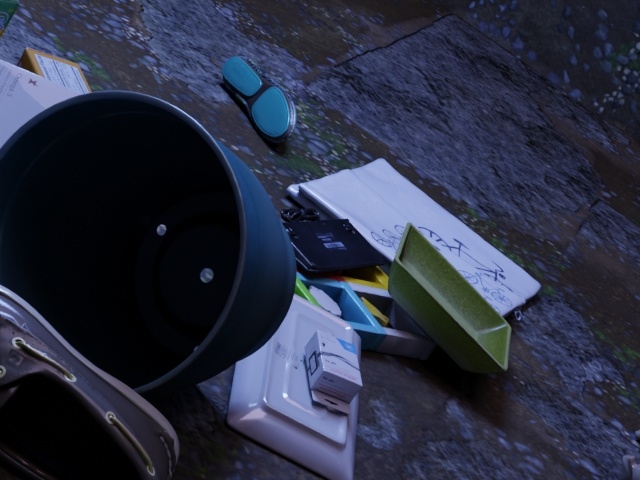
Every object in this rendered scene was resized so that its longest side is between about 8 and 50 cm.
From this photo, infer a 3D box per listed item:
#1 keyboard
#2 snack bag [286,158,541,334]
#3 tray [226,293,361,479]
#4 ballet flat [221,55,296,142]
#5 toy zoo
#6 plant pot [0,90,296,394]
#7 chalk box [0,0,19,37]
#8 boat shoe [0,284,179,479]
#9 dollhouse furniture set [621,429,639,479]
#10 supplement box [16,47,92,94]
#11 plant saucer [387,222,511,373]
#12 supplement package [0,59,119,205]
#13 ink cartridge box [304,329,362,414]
[{"bbox_3d":[0.000,0.000,2.184,0.108,0.023,0.180,48,23,19],"label":"keyboard"},{"bbox_3d":[0.145,0.001,2.469,0.323,0.037,0.342,38,20,14],"label":"snack bag"},{"bbox_3d":[-0.017,0.135,1.881,0.145,0.030,0.270,28,28,-13],"label":"tray"},{"bbox_3d":[-0.072,-0.192,2.548,0.070,0.070,0.188,14,31,-42],"label":"ballet flat"},{"bbox_3d":[0.016,0.059,2.149,0.293,0.030,0.192,13,29,-45],"label":"toy zoo"},{"bbox_3d":[-0.149,0.018,1.694,0.272,0.271,0.255,41,7,19],"label":"plant pot"},{"bbox_3d":[-0.420,-0.248,1.924,0.132,0.213,0.132,44,23,26],"label":"chalk box"},{"bbox_3d":[-0.251,0.122,1.492,0.305,0.109,0.091,34,15,-9],"label":"boat shoe"},{"bbox_3d":[0.459,0.349,2.151,0.356,0.173,0.303,12,16,41],"label":"dollhouse furniture set"},{"bbox_3d":[-0.289,-0.123,2.037,0.080,0.078,0.233,17,25,-31],"label":"supplement box"},{"bbox_3d":[0.148,0.078,2.196,0.188,0.045,0.188,45,15,-5],"label":"plant saucer"},{"bbox_3d":[-0.276,-0.091,1.854,0.179,0.105,0.105,22,63,-5],"label":"supplement package"},{"bbox_3d":[0.014,0.134,1.852,0.048,0.028,0.083,23,30,-23],"label":"ink cartridge box"}]
